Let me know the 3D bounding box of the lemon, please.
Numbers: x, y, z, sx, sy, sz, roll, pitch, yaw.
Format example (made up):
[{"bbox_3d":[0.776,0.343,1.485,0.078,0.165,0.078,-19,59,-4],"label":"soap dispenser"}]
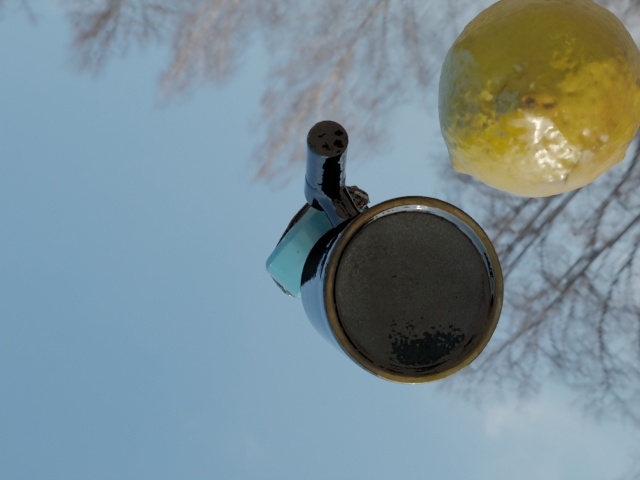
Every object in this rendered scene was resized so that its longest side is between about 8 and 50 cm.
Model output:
[{"bbox_3d":[0.243,-0.161,1.216,0.233,0.233,0.288,41,-157,6],"label":"lemon"}]

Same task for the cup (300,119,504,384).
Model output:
[{"bbox_3d":[0.065,0.008,1.048,0.165,0.240,0.177,-1,179,-11],"label":"cup"}]

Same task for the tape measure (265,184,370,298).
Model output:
[{"bbox_3d":[0.000,0.000,1.205,0.081,0.146,0.125,42,-174,2],"label":"tape measure"}]
